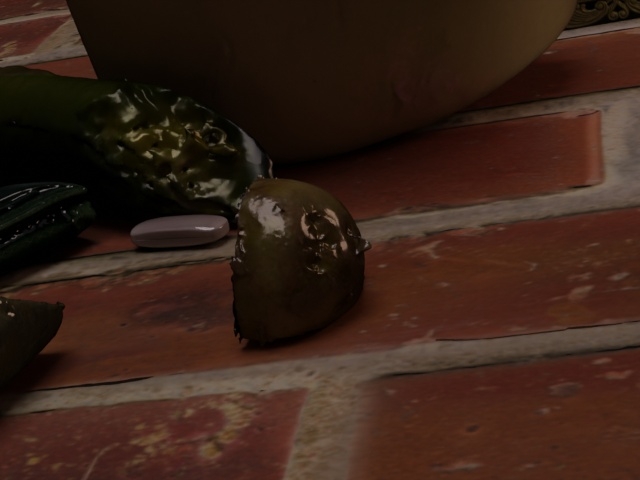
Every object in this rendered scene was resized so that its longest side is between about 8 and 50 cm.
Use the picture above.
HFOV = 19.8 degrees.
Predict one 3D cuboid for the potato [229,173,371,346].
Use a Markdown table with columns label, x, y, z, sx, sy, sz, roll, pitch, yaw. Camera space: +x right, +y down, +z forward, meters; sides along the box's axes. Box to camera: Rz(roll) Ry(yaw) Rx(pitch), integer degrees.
| label | x | y | z | sx | sy | sz | roll | pitch | yaw |
| --- | --- | --- | --- | --- | --- | --- | --- | --- | --- |
| potato | 0.000 | 0.000 | 1.294 | 0.089 | 0.100 | 0.172 | 0 | 20 | 17 |

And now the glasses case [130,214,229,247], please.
| label | x | y | z | sx | sy | sz | roll | pitch | yaw |
| --- | --- | --- | --- | --- | --- | --- | --- | --- | --- |
| glasses case | -0.114 | -0.008 | 1.477 | 0.083 | 0.021 | 0.032 | -4 | 24 | 21 |

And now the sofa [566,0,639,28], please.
| label | x | y | z | sx | sy | sz | roll | pitch | yaw |
| --- | --- | --- | --- | --- | --- | --- | --- | --- | --- |
| sofa | 0.292 | -0.337 | 1.913 | 0.258 | 0.182 | 0.200 | -8 | 21 | 8 |

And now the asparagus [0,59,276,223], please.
| label | x | y | z | sx | sy | sz | roll | pitch | yaw |
| --- | --- | --- | --- | --- | --- | --- | --- | --- | --- |
| asparagus | -0.193 | -0.086 | 1.584 | 0.382 | 0.128 | 0.108 | 11 | 37 | 44 |

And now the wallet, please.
| label | x | y | z | sx | sy | sz | roll | pitch | yaw |
| --- | --- | --- | --- | --- | --- | --- | --- | --- | --- |
| wallet | -0.318 | 0.011 | 1.500 | 0.236 | 0.055 | 0.160 | -28 | 19 | -37 |

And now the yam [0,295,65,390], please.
| label | x | y | z | sx | sy | sz | roll | pitch | yaw |
| --- | --- | --- | --- | --- | --- | --- | --- | --- | --- |
| yam | -0.261 | 0.086 | 1.197 | 0.106 | 0.106 | 0.259 | -4 | 22 | 20 |

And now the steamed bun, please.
| label | x | y | z | sx | sy | sz | roll | pitch | yaw |
| --- | --- | --- | --- | --- | --- | --- | --- | --- | --- |
| steamed bun | -0.001 | -0.259 | 1.609 | 0.456 | 0.371 | 0.290 | -18 | 35 | 0 |
